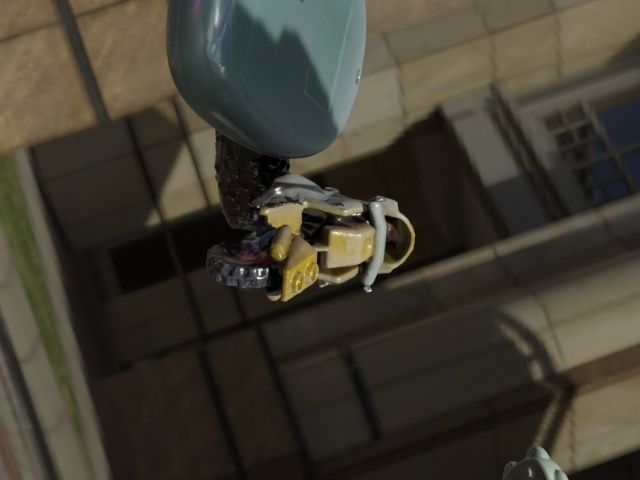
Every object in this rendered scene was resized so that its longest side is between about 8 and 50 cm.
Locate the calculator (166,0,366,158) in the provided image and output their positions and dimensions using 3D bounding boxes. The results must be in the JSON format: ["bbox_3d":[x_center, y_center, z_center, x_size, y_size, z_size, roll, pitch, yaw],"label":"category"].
[{"bbox_3d":[-0.034,-0.155,0.962,0.299,0.041,0.185,35,66,-64],"label":"calculator"}]

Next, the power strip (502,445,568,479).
[{"bbox_3d":[0.126,0.163,0.862,0.055,0.035,0.083,-43,-133,37],"label":"power strip"}]

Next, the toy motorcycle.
[{"bbox_3d":[0.000,0.001,1.259,0.229,0.130,0.094,-33,134,-61],"label":"toy motorcycle"}]

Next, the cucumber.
[{"bbox_3d":[-0.057,-0.095,1.295,0.303,0.072,0.081,104,12,-53],"label":"cucumber"}]
